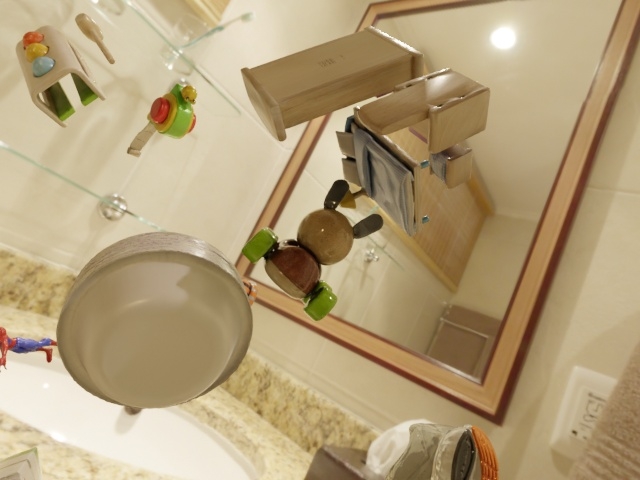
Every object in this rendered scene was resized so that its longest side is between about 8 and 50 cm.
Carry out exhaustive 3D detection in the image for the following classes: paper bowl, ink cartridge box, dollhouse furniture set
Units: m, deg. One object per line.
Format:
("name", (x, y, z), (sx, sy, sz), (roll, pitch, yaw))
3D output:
("paper bowl", (-0.248, 0.141, 0.642), (0.284, 0.284, 0.148), (32, 8, -28))
("ink cartridge box", (-0.655, 0.559, 0.867), (0.092, 0.161, 0.219), (-12, -7, -28))
("dollhouse furniture set", (0.052, -0.091, 0.584), (0.304, 0.197, 0.287), (76, -13, -45))

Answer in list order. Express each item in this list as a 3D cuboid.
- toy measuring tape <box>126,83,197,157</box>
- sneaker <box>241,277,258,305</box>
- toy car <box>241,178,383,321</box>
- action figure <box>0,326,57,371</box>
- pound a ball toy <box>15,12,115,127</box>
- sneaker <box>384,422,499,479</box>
("toy measuring tape", (-0.449, -0.309, 1.155), (0.330, 0.122, 0.121), (-34, -50, 29))
("sneaker", (-0.320, 0.125, 1.080), (0.320, 0.125, 0.180), (-23, -50, 40))
("toy car", (0.000, 0.000, 0.640), (0.155, 0.188, 0.149), (44, -1, -5))
("action figure", (-0.845, 0.324, 1.139), (0.280, 0.091, 0.139), (59, 8, -59))
("pound a ball toy", (-0.625, -0.451, 1.002), (0.319, 0.208, 0.136), (51, -4, 33))
("sneaker", (0.112, 0.341, 0.474), (0.099, 0.263, 0.121), (42, -28, -16))
